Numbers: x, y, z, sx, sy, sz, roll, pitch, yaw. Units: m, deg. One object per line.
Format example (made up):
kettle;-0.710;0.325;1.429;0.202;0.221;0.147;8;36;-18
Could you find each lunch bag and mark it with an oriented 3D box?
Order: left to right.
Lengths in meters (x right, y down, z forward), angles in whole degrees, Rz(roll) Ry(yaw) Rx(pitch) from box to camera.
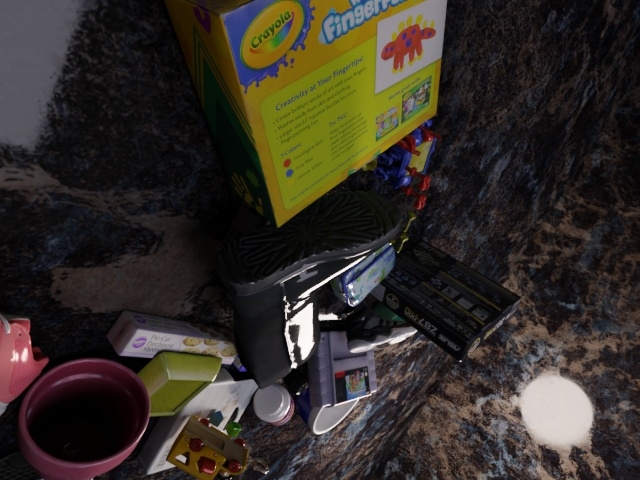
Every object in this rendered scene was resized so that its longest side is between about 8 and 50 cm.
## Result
lunch bag;0.124;0.074;1.322;0.219;0.090;0.176;-38;141;-23

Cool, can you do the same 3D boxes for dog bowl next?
dog bowl;0.038;0.569;1.652;0.265;0.104;0.265;-31;140;-30

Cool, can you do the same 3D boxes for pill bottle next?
pill bottle;-0.138;0.475;1.313;0.108;0.108;0.193;-42;159;-16

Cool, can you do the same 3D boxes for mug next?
mug;0.241;0.286;1.647;0.129;0.097;0.158;-50;147;-5

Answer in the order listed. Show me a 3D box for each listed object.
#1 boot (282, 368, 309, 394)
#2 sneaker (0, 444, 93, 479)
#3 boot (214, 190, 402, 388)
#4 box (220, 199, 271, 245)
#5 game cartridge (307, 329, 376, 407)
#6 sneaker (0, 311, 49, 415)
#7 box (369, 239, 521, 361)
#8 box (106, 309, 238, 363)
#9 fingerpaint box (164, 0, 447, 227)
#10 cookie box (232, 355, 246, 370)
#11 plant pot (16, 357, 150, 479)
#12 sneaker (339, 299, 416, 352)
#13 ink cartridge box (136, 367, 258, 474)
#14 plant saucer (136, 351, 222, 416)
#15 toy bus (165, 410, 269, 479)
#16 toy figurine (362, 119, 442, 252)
boot;-0.072;0.396;1.363;0.121;0.099;0.045;-56;148;5
sneaker;-0.545;0.482;0.879;0.226;0.086;0.163;8;111;-54
boot;-0.018;0.126;0.973;0.367;0.146;0.445;-19;141;-15
box;-0.099;-0.031;0.949;0.156;0.093;0.158;11;110;-54
game cartridge;0.081;0.412;1.489;0.355;0.068;0.230;13;66;-55
sneaker;-0.492;0.130;0.627;0.136;0.116;0.314;-43;154;-33
box;0.377;0.165;1.434;0.318;0.395;0.097;-25;136;-37
box;-0.291;0.214;0.963;0.067;0.063;0.324;-55;147;2
fingerpaint box;0.014;-0.302;0.773;0.445;0.163;0.371;-38;145;-22
cookie box;-0.171;0.305;1.212;0.092;0.040;0.107;-57;146;5
plant pot;-0.432;0.343;0.814;0.201;0.201;0.180;-10;144;-46
sneaker;0.196;0.266;1.490;0.268;0.153;0.101;-11;155;-20
ink cartridge box;-0.305;0.457;1.174;0.239;0.060;0.275;19;105;-56
plant saucer;-0.322;0.317;0.957;0.188;0.045;0.188;-42;148;10
toy bus;-0.256;0.507;1.053;0.104;0.202;0.191;-56;141;4
toy figurine;0.237;-0.176;1.150;0.217;0.191;0.363;-29;141;-39
